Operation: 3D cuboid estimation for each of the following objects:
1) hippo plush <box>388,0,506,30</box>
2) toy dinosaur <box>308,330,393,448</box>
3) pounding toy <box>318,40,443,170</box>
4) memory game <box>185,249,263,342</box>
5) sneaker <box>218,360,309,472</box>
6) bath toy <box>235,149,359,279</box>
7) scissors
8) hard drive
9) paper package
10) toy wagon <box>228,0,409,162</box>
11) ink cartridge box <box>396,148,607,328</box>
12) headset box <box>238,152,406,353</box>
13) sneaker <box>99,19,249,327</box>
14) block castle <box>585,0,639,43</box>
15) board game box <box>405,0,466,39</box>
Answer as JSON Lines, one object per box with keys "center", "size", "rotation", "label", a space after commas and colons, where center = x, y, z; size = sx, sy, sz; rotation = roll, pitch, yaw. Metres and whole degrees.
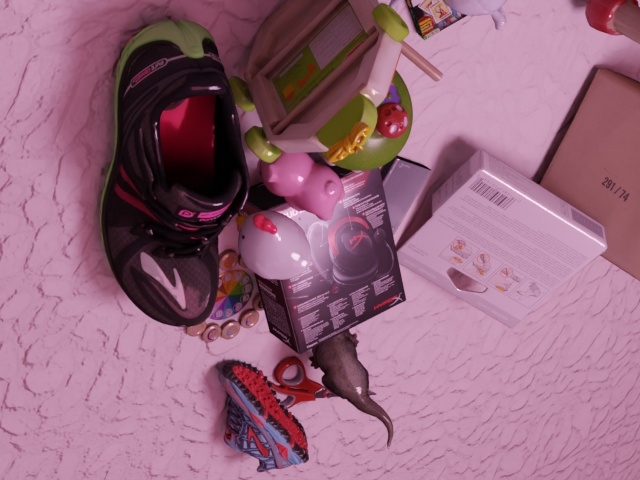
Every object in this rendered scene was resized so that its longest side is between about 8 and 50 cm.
{"center": [0.181, -0.425, 1.680], "size": [0.294, 0.236, 0.234], "rotation": [-41, 127, 5], "label": "hippo plush"}
{"center": [0.036, 0.219, 2.113], "size": [0.121, 0.313, 0.160], "rotation": [-15, 160, 4], "label": "toy dinosaur"}
{"center": [0.084, -0.218, 1.724], "size": [0.183, 0.110, 0.237], "rotation": [39, 67, -15], "label": "pounding toy"}
{"center": [-0.151, 0.092, 2.002], "size": [0.186, 0.012, 0.186], "rotation": [-22, 133, -25], "label": "memory game"}
{"center": [-0.124, 0.325, 2.131], "size": [0.125, 0.104, 0.262], "rotation": [-24, 123, 13], "label": "sneaker"}
{"center": [-0.025, -0.111, 1.778], "size": [0.348, 0.151, 0.129], "rotation": [-63, 154, -18], "label": "bath toy"}
{"center": [-0.008, 0.291, 2.270], "size": [0.297, 0.021, 0.109], "rotation": [28, 100, -48], "label": "scissors"}
{"center": [0.125, -0.079, 2.088], "size": [0.094, 0.022, 0.135], "rotation": [15, 111, -44], "label": "hard drive"}
{"center": [0.598, -0.110, 2.224], "size": [0.168, 0.325, 0.309], "rotation": [2, 119, -46], "label": "paper package"}
{"center": [0.004, -0.218, 1.630], "size": [0.267, 0.344, 0.068], "rotation": [-42, 134, 20], "label": "toy wagon"}
{"center": [0.319, 0.002, 2.186], "size": [0.296, 0.066, 0.261], "rotation": [30, 127, -20], "label": "ink cartridge box"}
{"center": [0.000, 0.000, 1.944], "size": [0.218, 0.110, 0.293], "rotation": [-26, 119, -22], "label": "headset box"}
{"center": [-0.204, -0.060, 1.688], "size": [0.185, 0.202, 0.482], "rotation": [-13, 127, -20], "label": "sneaker"}
{"center": [0.633, -0.552, 2.007], "size": [0.303, 0.213, 0.453], "rotation": [-8, 124, -30], "label": "block castle"}
{"center": [0.250, -0.429, 1.885], "size": [0.260, 0.030, 0.136], "rotation": [-31, 134, -2], "label": "board game box"}
